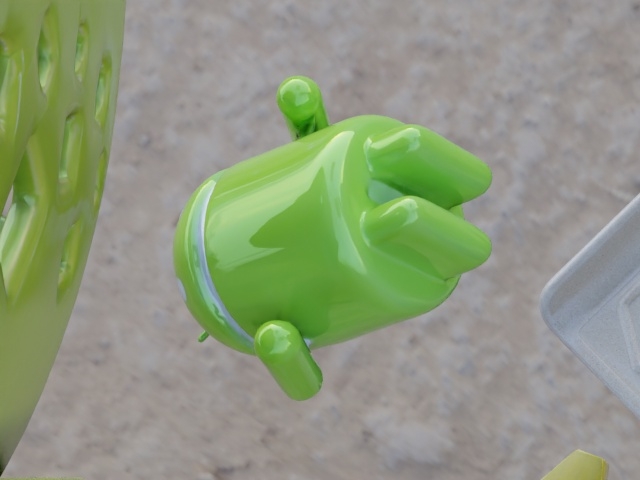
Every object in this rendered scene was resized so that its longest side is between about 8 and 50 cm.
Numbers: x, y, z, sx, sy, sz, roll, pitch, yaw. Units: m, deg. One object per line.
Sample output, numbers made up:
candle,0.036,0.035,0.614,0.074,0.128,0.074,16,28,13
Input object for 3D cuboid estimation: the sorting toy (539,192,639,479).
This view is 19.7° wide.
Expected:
sorting toy,0.238,0.077,1.047,0.307,0.041,0.229,-44,65,2

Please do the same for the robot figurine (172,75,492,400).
robot figurine,0.000,0.000,0.595,0.115,0.067,0.101,-19,60,41

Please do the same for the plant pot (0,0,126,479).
plant pot,-0.173,0.001,0.449,0.227,0.228,0.207,-2,87,5
